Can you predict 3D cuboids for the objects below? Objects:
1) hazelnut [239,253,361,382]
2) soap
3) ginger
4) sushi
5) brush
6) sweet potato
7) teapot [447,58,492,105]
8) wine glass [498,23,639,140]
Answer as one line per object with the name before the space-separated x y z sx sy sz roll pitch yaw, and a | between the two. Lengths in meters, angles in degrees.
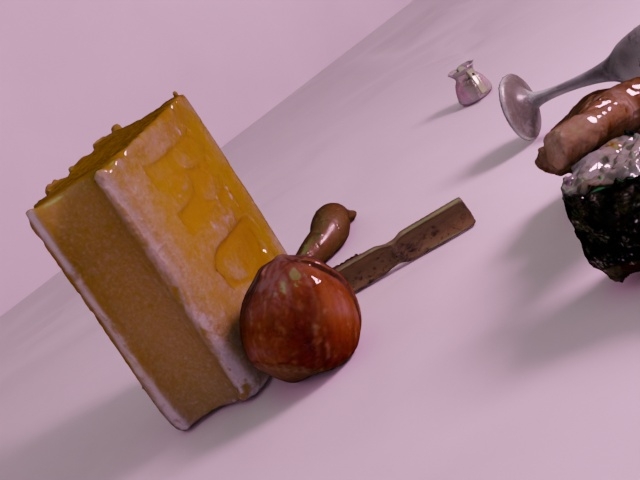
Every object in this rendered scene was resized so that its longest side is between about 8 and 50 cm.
hazelnut | -0.028 0.083 1.347 0.143 0.143 0.154 -37 13 -16
soap | -0.176 0.018 1.484 0.156 0.335 0.293 -27 13 20
ginger | 0.300 -0.123 1.267 0.166 0.080 0.333 -36 -11 7
sushi | 0.325 -0.050 1.068 0.212 0.115 0.147 -24 19 30
brush | 0.076 0.020 1.515 0.248 0.043 0.036 -31 20 10
sweet potato | 0.000 0.000 1.731 0.069 0.059 0.249 -47 6 39
teapot | 0.256 -0.270 2.068 0.064 0.064 0.083 -35 14 -8
wine glass | 0.342 -0.295 1.548 0.309 0.264 0.096 -21 16 39
